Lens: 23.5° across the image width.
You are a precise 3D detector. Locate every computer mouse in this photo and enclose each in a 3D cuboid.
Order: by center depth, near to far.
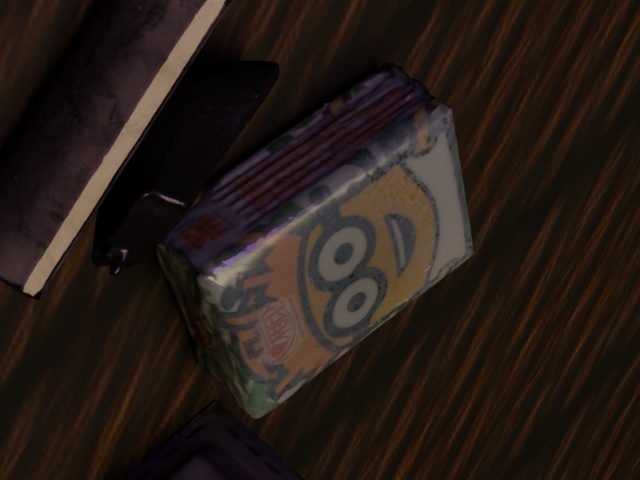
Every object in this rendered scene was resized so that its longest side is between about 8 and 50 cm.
[{"bbox_3d":[-0.134,-0.077,1.346,0.147,0.088,0.264,-42,-163,51],"label":"computer mouse"}]

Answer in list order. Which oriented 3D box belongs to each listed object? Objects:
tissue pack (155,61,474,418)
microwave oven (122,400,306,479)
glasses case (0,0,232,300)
[{"bbox_3d":[0.000,0.000,1.536,0.311,0.128,0.228,-35,137,-19],"label":"tissue pack"},{"bbox_3d":[-0.160,0.443,1.610,0.432,0.236,0.374,-41,138,-16],"label":"microwave oven"},{"bbox_3d":[-0.191,-0.100,1.282,0.060,0.114,0.299,30,95,-50],"label":"glasses case"}]
